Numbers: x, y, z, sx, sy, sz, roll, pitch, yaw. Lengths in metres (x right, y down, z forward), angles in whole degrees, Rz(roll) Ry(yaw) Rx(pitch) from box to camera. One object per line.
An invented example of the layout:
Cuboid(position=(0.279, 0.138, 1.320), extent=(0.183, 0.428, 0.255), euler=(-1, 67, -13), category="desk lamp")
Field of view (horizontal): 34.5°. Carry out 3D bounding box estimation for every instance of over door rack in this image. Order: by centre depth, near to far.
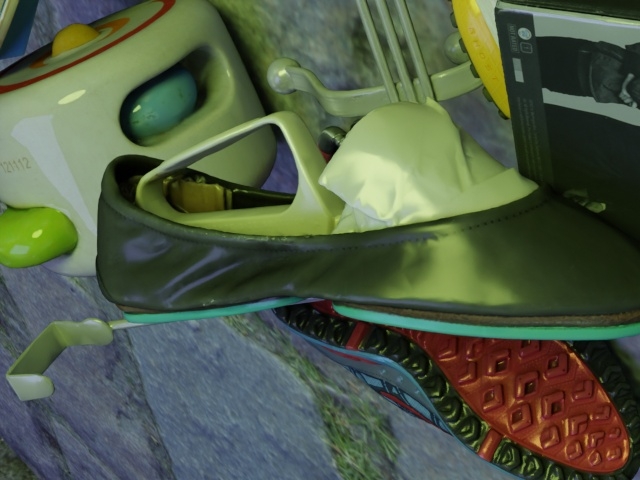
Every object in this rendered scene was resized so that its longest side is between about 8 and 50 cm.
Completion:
Cuboid(position=(-0.065, -0.064, 0.573), extent=(0.324, 0.108, 0.239), euler=(-15, 117, 13), category="over door rack")

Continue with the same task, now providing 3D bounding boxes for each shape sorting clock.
Cuboid(position=(-0.209, -0.209, 0.704), extent=(0.206, 0.040, 0.206), euler=(-41, 43, 53), category="shape sorting clock")

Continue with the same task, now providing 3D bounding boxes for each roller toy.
Cuboid(position=(-0.139, -0.082, 0.712), extent=(0.209, 0.191, 0.146), euler=(-93, -19, -66), category="roller toy")

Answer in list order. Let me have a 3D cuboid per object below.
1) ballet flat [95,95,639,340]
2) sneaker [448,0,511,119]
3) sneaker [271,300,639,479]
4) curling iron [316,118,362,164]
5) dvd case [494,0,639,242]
Cuboid(position=(0.007, -0.009, 0.451), extent=(0.281, 0.095, 0.096), euler=(-2, 105, 28), category="ballet flat")
Cuboid(position=(0.085, -0.150, 0.425), extent=(0.093, 0.088, 0.225), euler=(-8, 124, 54), category="sneaker")
Cuboid(position=(0.092, 0.076, 0.669), extent=(0.262, 0.104, 0.125), euler=(32, 170, 28), category="sneaker")
Cuboid(position=(0.000, 0.000, 0.754), extent=(0.068, 0.035, 0.274), euler=(48, 151, 10), category="curling iron")
Cuboid(position=(0.189, -0.009, 0.393), extent=(0.239, 0.029, 0.179), euler=(16, 144, 30), category="dvd case")
